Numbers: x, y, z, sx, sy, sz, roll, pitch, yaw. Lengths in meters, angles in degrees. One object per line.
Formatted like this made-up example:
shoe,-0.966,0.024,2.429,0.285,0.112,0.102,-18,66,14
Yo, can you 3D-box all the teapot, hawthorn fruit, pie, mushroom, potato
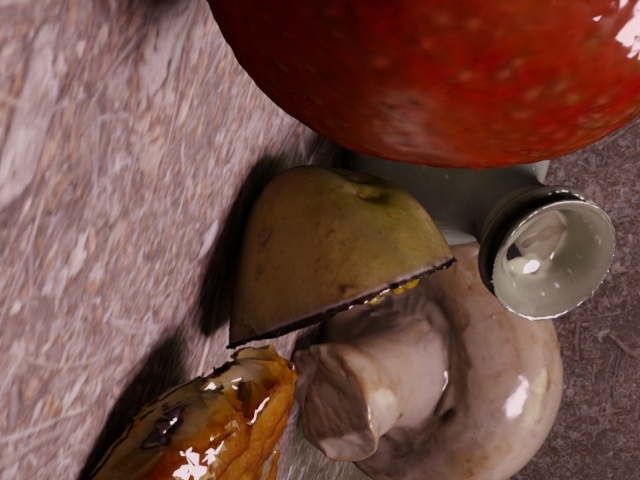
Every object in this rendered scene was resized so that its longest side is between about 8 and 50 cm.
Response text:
teapot,0.140,-0.044,1.096,0.251,0.183,0.183,-125,-137,-55
hawthorn fruit,0.049,-0.182,0.571,0.284,0.285,0.369,-71,160,0
pie,-0.108,0.219,0.920,0.308,0.085,0.308,-61,167,-25
mushroom,0.106,0.138,1.431,0.290,0.297,0.297,0,111,-53
potato,0.000,0.000,0.991,0.202,0.182,0.117,-18,89,-62

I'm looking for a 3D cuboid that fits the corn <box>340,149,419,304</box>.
corn,0.093,-0.112,1.270,0.120,0.120,0.363,-32,139,-73
